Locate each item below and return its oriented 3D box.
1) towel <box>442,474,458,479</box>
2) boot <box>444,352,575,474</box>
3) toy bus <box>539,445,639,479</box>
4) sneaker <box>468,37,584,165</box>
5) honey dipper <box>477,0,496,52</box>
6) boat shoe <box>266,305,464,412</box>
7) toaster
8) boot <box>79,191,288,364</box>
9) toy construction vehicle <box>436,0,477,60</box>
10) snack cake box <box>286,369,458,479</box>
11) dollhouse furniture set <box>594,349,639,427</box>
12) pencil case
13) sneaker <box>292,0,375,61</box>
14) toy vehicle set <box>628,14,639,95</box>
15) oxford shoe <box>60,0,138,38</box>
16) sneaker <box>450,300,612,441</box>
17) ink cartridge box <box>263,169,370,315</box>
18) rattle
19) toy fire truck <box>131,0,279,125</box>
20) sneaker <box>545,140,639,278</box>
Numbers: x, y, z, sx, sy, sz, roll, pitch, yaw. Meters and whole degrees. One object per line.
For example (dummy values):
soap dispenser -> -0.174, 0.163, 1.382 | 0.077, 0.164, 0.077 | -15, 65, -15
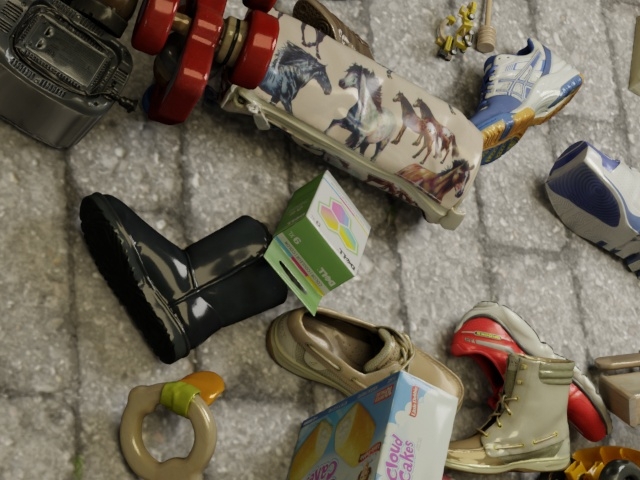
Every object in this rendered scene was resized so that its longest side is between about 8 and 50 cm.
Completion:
towel -> 0.126, 0.368, 1.755 | 0.197, 0.029, 0.144 | 27, 58, -18
boot -> 0.252, 0.238, 1.804 | 0.213, 0.077, 0.165 | 1, 97, -17
toy bus -> 0.379, 0.424, 1.822 | 0.220, 0.149, 0.211 | -33, 104, -33
sneaker -> 0.287, -0.223, 2.062 | 0.131, 0.112, 0.296 | 46, 49, 11
honey dipper -> 0.277, -0.383, 2.156 | 0.030, 0.030, 0.160 | 19, 58, -22
boat shoe -> 0.078, 0.167, 1.768 | 0.302, 0.098, 0.109 | 25, 60, -19
toaster -> -0.343, -0.212, 1.655 | 0.227, 0.146, 0.129 | 32, 58, -14
boot -> -0.173, 0.014, 1.691 | 0.207, 0.094, 0.246 | -31, 90, -34
toy construction vehicle -> 0.214, -0.332, 2.062 | 0.035, 0.086, 0.098 | 21, 62, -14
snack cake box -> 0.053, 0.276, 1.607 | 0.089, 0.264, 0.152 | 28, 59, -17
dollhouse furniture set -> 0.512, 0.368, 1.916 | 0.174, 0.303, 0.355 | -6, 101, -8
pencil case -> 0.045, -0.170, 1.852 | 0.410, 0.160, 0.183 | 28, 60, -17
sneaker -> 0.031, -0.291, 1.965 | 0.188, 0.066, 0.071 | 54, 38, -6
toy vehicle set -> 0.676, -0.287, 2.337 | 0.267, 0.035, 0.166 | 25, 60, -19
oxford shoe -> -0.309, -0.343, 1.709 | 0.096, 0.227, 0.083 | -58, 145, -2
sneaker -> 0.300, 0.212, 1.896 | 0.279, 0.107, 0.118 | 41, 74, -6
ink cartridge box -> 0.000, 0.000, 1.750 | 0.109, 0.062, 0.209 | 52, 24, -14
rattle -> -0.176, 0.272, 1.622 | 0.130, 0.143, 0.199 | -8, 89, 1
toy fire truck -> -0.165, -0.279, 1.720 | 0.169, 0.254, 0.302 | 17, 61, -15
sneaker -> 0.509, -0.069, 2.111 | 0.315, 0.127, 0.182 | 39, 52, -19
